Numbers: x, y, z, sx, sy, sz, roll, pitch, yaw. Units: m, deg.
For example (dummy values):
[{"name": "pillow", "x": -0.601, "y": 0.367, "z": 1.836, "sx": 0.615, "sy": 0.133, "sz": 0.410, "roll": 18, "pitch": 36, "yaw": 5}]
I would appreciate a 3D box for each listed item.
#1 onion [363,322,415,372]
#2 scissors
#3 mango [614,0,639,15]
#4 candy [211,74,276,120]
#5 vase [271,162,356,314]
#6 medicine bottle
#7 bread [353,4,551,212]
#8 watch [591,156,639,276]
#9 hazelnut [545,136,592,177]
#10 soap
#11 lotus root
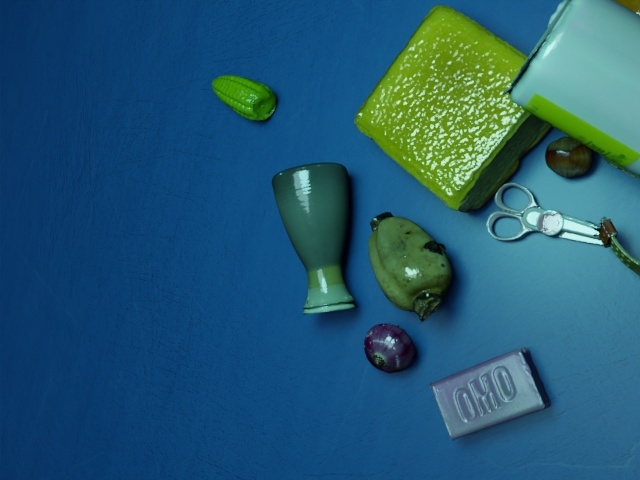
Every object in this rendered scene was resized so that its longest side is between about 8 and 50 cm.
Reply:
[{"name": "onion", "x": 0.146, "y": 0.223, "z": 1.408, "sx": 0.115, "sy": 0.115, "sz": 0.104, "roll": 10, "pitch": 45, "yaw": 32}, {"name": "scissors", "x": 0.443, "y": -0.033, "z": 1.290, "sx": 0.242, "sy": 0.030, "sz": 0.118, "roll": 20, "pitch": 94, "yaw": 32}, {"name": "mango", "x": 0.614, "y": -0.362, "z": 1.168, "sx": 0.256, "sy": 0.138, "sz": 0.188, "roll": 16, "pitch": 105, "yaw": 37}, {"name": "candy", "x": -0.203, "y": -0.370, "z": 1.691, "sx": 0.209, "sy": 0.096, "sz": 0.097, "roll": 30, "pitch": 100, "yaw": 36}, {"name": "vase", "x": 0.000, "y": 0.000, "z": 1.487, "sx": 0.173, "sy": 0.173, "sz": 0.322, "roll": -13, "pitch": 84, "yaw": 29}, {"name": "medicine bottle", "x": 0.517, "y": -0.234, "z": 1.090, "sx": 0.378, "sy": 0.213, "sz": 0.214, "roll": 32, "pitch": 101, "yaw": 5}, {"name": "bread", "x": 0.275, "y": -0.270, "z": 1.357, "sx": 0.333, "sy": 0.143, "sz": 0.324, "roll": 46, "pitch": 106, "yaw": 28}, {"name": "watch", "x": 0.572, "y": -0.038, "z": 1.177, "sx": 0.165, "sy": 0.102, "sz": 0.268, "roll": -45, "pitch": 61, "yaw": -4}, {"name": "hazelnut", "x": 0.471, "y": -0.158, "z": 1.268, "sx": 0.086, "sy": 0.086, "sz": 0.087, "roll": -4, "pitch": 82, "yaw": 31}, {"name": "soap", "x": 0.328, "y": 0.299, "z": 1.300, "sx": 0.203, "sy": 0.065, "sz": 0.122, "roll": -29, "pitch": 70, "yaw": 25}, {"name": "lotus root", "x": 0.186, "y": 0.050, "z": 1.375, "sx": 0.154, "sy": 0.140, "sz": 0.257, "roll": -47, "pitch": 52, "yaw": 32}]
